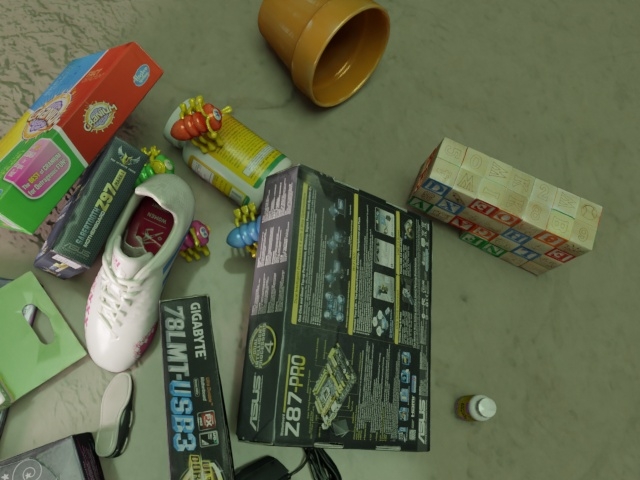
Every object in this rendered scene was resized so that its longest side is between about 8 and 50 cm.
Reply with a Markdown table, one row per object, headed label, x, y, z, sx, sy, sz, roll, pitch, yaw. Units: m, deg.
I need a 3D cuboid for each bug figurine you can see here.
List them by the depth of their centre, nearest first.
| label | x | y | z | sx | sy | sz | roll | pitch | yaw |
| --- | --- | --- | --- | --- | --- | --- | --- | --- | --- |
| bug figurine | -0.192 | -0.078 | 0.929 | 0.216 | 0.072 | 0.278 | -25 | 98 | 16 |

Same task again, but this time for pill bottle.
| label | x | y | z | sx | sy | sz | roll | pitch | yaw |
| --- | --- | --- | --- | --- | --- | --- | --- | --- | --- |
| pill bottle | 0.261 | 0.280 | 0.973 | 0.044 | 0.083 | 0.043 | 3 | 72 | -10 |
| pill bottle | -0.162 | -0.149 | 1.005 | 0.208 | 0.117 | 0.117 | 36 | 70 | 1 |

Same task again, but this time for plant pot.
| label | x | y | z | sx | sy | sz | roll | pitch | yaw |
| --- | --- | --- | --- | --- | --- | --- | --- | --- | --- |
| plant pot | -0.008 | -0.385 | 1.078 | 0.205 | 0.205 | 0.188 | -40 | 69 | -19 |

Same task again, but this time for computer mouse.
| label | x | y | z | sx | sy | sz | roll | pitch | yaw |
| --- | --- | --- | --- | --- | --- | --- | --- | --- | --- |
| computer mouse | -0.107 | 0.357 | 0.890 | 0.262 | 0.060 | 0.183 | -21 | 79 | -17 |

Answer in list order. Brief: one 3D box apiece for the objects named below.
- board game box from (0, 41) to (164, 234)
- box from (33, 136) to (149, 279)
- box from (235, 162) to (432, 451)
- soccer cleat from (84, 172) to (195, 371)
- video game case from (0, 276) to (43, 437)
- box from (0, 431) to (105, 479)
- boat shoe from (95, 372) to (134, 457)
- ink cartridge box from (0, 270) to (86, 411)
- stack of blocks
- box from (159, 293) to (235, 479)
| label | x | y | z | sx | sy | sz | roll | pitch | yaw |
| --- | --- | --- | --- | --- | --- | --- | --- | --- | --- |
| board game box | -0.413 | -0.162 | 0.905 | 0.064 | 0.242 | 0.316 | 47 | 63 | -37 |
| box | -0.351 | -0.040 | 0.874 | 0.059 | 0.233 | 0.183 | 31 | 68 | -25 |
| box | 0.045 | 0.117 | 0.902 | 0.318 | 0.097 | 0.394 | 18 | 68 | -40 |
| soccer cleat | -0.283 | 0.055 | 0.848 | 0.116 | 0.143 | 0.331 | 22 | 101 | 0 |
| video game case | -0.557 | 0.182 | 0.875 | 0.196 | 0.026 | 0.273 | 10 | 71 | -8 |
| box | -0.367 | 0.406 | 0.780 | 0.164 | 0.142 | 0.247 | -18 | 77 | -16 |
| boat shoe | -0.308 | 0.267 | 0.890 | 0.046 | 0.038 | 0.125 | -6 | 63 | 16 |
| ink cartridge box | -0.498 | 0.168 | 0.850 | 0.235 | 0.056 | 0.171 | -35 | 82 | -16 |
| stack of blocks | 0.312 | -0.054 | 1.040 | 0.297 | 0.171 | 0.087 | 24 | 70 | -2 |
| box | -0.148 | 0.271 | 0.732 | 0.074 | 0.293 | 0.295 | -7 | 45 | -14 |
